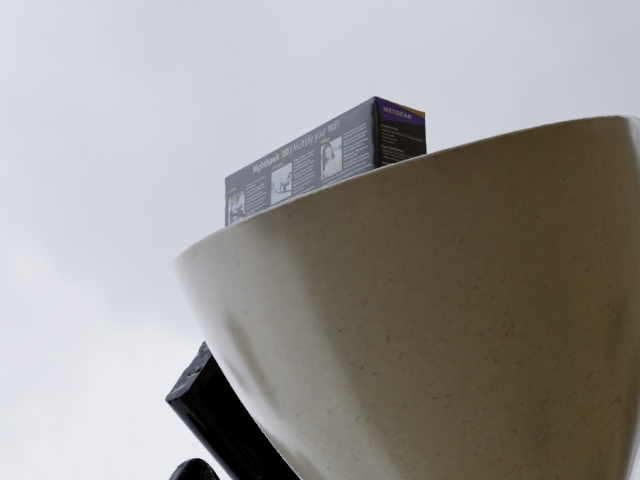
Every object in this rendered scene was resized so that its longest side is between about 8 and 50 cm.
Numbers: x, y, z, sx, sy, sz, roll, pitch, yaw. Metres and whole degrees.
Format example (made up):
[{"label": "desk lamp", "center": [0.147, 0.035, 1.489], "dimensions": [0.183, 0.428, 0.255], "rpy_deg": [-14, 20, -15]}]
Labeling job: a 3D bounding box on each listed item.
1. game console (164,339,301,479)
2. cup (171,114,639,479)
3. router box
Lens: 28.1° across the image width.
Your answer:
[{"label": "game console", "center": [-0.094, 0.257, 1.208], "dimensions": [0.213, 0.044, 0.361], "rpy_deg": [52, -140, -18]}, {"label": "cup", "center": [0.092, 0.081, 0.862], "dimensions": [0.331, 0.331, 0.237], "rpy_deg": [-13, -97, -34]}, {"label": "router box", "center": [0.000, 0.000, 1.501], "dimensions": [0.081, 0.308, 0.243], "rpy_deg": [13, -112, -35]}]
